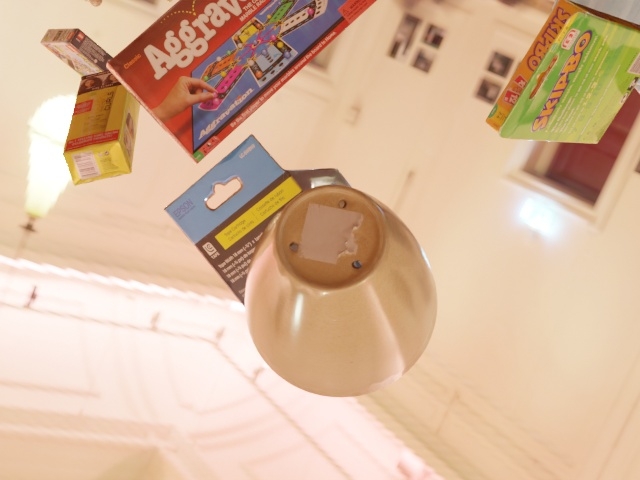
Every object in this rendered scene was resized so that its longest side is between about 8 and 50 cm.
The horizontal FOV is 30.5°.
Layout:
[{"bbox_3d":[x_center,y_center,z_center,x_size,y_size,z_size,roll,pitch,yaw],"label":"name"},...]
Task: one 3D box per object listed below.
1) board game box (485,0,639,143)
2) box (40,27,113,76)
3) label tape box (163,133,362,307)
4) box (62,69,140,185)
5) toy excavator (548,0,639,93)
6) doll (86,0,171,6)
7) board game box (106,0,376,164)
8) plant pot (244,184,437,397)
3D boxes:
[{"bbox_3d":[0.235,-0.149,1.074,0.039,0.124,0.259,38,-159,21],"label":"board game box"},{"bbox_3d":[-0.436,-0.338,2.291,0.114,0.036,0.207,10,157,47],"label":"box"},{"bbox_3d":[-0.036,0.011,1.721,0.333,0.241,0.106,52,-139,-4],"label":"label tape box"},{"bbox_3d":[-0.309,-0.168,1.677,0.087,0.058,0.232,-11,-145,5],"label":"box"},{"bbox_3d":[0.323,-0.325,1.398,0.445,0.222,0.433,14,-151,-17],"label":"toy excavator"},{"bbox_3d":[-0.269,-0.330,1.414,0.189,0.046,0.129,5,-120,-20],"label":"doll"},{"bbox_3d":[-0.082,-0.230,1.292,0.145,0.281,0.027,48,168,-7],"label":"board game box"},{"bbox_3d":[0.017,0.039,1.427,0.257,0.256,0.274,26,165,12],"label":"plant pot"}]
